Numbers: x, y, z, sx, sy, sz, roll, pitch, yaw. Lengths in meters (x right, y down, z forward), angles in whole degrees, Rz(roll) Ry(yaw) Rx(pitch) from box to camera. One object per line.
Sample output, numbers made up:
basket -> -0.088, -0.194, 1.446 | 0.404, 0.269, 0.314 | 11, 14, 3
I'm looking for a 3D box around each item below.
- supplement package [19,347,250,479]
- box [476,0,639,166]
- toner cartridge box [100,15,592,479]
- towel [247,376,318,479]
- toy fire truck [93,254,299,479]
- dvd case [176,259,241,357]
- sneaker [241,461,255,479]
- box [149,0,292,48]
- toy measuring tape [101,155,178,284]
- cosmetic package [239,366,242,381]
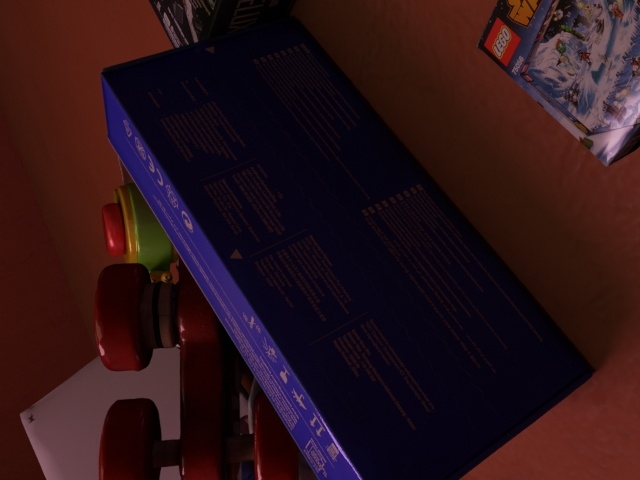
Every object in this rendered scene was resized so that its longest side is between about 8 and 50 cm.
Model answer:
supplement package -> -0.237, 0.256, 0.895 | 0.204, 0.261, 0.145 | 44, 166, 37
box -> 0.129, -0.110, 0.268 | 0.094, 0.027, 0.137 | 52, 150, 21
toner cartridge box -> 0.000, 0.000, 0.444 | 0.348, 0.165, 0.075 | 54, 151, 21
towel -> -0.018, 0.381, 0.771 | 0.320, 0.090, 0.375 | -121, 25, -54
toy fire truck -> -0.115, 0.136, 0.666 | 0.254, 0.169, 0.302 | 116, 150, -80
dvd case -> -0.140, 0.066, 0.901 | 0.179, 0.029, 0.239 | 60, 152, 11
sneaker -> -0.112, 0.411, 1.059 | 0.182, 0.127, 0.316 | 50, 157, 20
box -> -0.112, -0.314, 0.477 | 0.308, 0.076, 0.242 | 61, 153, 7
toy measuring tape -> -0.242, -0.077, 0.861 | 0.121, 0.121, 0.330 | 124, 134, -60
cosmetic package -> -0.165, 0.227, 1.070 | 0.060, 0.041, 0.115 | 53, 151, 21
